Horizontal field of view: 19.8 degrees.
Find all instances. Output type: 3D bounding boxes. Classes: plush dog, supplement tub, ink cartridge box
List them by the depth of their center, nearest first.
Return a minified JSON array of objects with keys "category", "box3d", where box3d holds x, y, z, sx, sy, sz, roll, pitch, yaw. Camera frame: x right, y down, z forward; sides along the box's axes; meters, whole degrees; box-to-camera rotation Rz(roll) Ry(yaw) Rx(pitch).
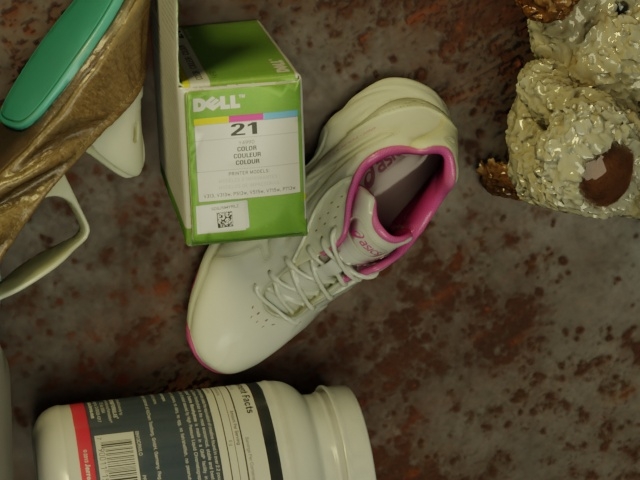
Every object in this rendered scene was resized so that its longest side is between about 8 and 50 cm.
[{"category":"ink cartridge box","box3d":[-0.076,-0.147,1.423,0.097,0.189,0.255,-5,111,-10]},{"category":"plush dog","box3d":[0.233,-0.135,1.530,0.262,0.210,0.225,5,96,-44]},{"category":"supplement tub","box3d":[-0.101,0.221,1.552,0.272,0.191,0.191,-5,111,-11]}]

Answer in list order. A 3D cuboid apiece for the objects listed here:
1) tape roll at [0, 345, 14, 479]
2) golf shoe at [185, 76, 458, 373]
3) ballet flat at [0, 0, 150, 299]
[{"category":"tape roll","box3d":[-0.353,0.169,1.378,0.246,0.169,0.246,-6,134,-6]},{"category":"golf shoe","box3d":[0.000,0.000,1.524,0.115,0.140,0.306,36,100,-24]},{"category":"ballet flat","box3d":[-0.218,-0.056,1.447,0.124,0.116,0.342,40,82,-27]}]
